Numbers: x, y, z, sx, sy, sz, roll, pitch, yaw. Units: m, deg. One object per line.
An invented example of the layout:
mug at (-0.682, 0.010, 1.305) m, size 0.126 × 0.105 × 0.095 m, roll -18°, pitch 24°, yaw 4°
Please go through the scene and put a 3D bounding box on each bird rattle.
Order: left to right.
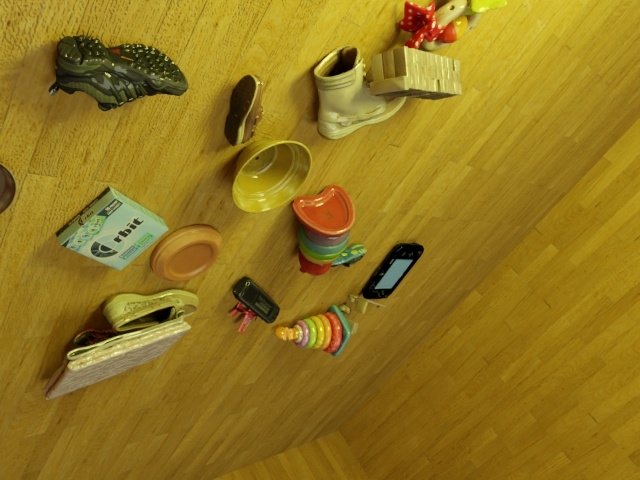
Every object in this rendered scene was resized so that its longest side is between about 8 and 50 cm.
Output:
bird rattle at (0.304, -0.511, 1.256) m, size 0.253 × 0.143 × 0.207 m, roll -38°, pitch 167°, yaw 7°

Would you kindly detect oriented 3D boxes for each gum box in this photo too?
gum box at (-0.459, -0.020, 1.192) m, size 0.157 × 0.041 × 0.184 m, roll -39°, pitch 150°, yaw 4°

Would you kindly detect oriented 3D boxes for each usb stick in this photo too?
usb stick at (-0.206, 0.201, 1.754) m, size 0.077 × 0.045 × 0.278 m, roll -61°, pitch 151°, yaw -16°

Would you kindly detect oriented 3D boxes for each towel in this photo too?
towel at (-0.554, 0.317, 1.447) m, size 0.331 × 0.054 × 0.317 m, roll -15°, pitch 163°, yaw -42°

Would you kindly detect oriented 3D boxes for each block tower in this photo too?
block tower at (0.240, -0.395, 1.282) m, size 0.335 × 0.090 × 0.097 m, roll -19°, pitch 104°, yaw -52°

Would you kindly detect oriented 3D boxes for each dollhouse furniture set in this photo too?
dollhouse furniture set at (0.161, 0.314, 2.220) m, size 0.123 × 0.144 × 0.151 m, roll 22°, pitch 85°, yaw -42°

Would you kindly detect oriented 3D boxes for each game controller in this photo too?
game controller at (0.297, 0.131, 2.206) m, size 0.166 × 0.067 × 0.319 m, roll -5°, pitch 137°, yaw -44°

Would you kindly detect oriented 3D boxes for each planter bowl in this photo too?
planter bowl at (-0.134, -0.175, 1.278) m, size 0.217 × 0.090 × 0.217 m, roll -27°, pitch 148°, yaw -18°

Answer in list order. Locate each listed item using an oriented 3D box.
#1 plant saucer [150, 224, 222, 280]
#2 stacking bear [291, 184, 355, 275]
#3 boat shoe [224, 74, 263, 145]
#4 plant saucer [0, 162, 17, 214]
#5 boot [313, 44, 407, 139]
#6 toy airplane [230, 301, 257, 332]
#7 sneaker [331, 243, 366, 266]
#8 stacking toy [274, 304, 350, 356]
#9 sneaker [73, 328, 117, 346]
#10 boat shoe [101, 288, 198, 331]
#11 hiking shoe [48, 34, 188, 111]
plant saucer at (-0.347, 0.042, 1.408) m, size 0.199 × 0.037 × 0.200 m, roll -27°, pitch 148°, yaw -18°
stacking bear at (0.000, 0.000, 1.618) m, size 0.175 × 0.164 × 0.289 m, roll -22°, pitch 152°, yaw -25°
boat shoe at (-0.155, -0.280, 1.141) m, size 0.060 × 0.064 × 0.178 m, roll -20°, pitch 153°, yaw -37°
plant saucer at (-0.625, -0.091, 0.925) m, size 0.168 × 0.029 × 0.168 m, roll -28°, pitch 149°, yaw -18°
boot at (0.101, -0.372, 1.260) m, size 0.261 × 0.095 × 0.204 m, roll -27°, pitch 148°, yaw -13°
toy airplane at (-0.250, 0.245, 1.802) m, size 0.151 × 0.028 × 0.151 m, roll -38°, pitch 147°, yaw -31°
sneaker at (0.086, 0.067, 1.885) m, size 0.188 × 0.067 × 0.078 m, roll -14°, pitch 137°, yaw -40°
stacking toy at (-0.049, 0.366, 2.102) m, size 0.301 × 0.175 × 0.166 m, roll 3°, pitch 129°, yaw -34°
sneaker at (-0.600, 0.272, 1.436) m, size 0.119 × 0.057 × 0.047 m, roll 1°, pitch 135°, yaw -46°
boat shoe at (-0.452, 0.201, 1.462) m, size 0.285 × 0.089 × 0.105 m, roll 0°, pitch 134°, yaw -47°
hiking shoe at (-0.347, -0.279, 0.928) m, size 0.226 × 0.086 × 0.114 m, roll 2°, pitch 145°, yaw -40°
